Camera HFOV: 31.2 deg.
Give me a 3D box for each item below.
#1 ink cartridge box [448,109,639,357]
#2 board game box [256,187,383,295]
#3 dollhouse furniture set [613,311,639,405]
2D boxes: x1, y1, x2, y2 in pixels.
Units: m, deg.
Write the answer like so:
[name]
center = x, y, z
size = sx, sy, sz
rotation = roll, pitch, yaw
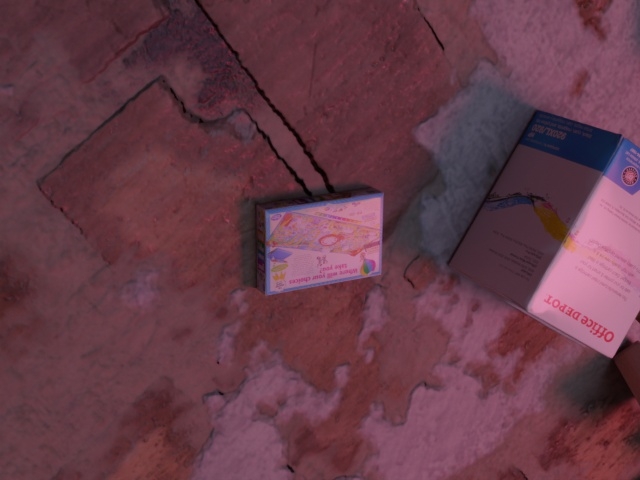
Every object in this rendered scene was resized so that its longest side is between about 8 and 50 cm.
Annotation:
[ink cartridge box]
center = 0.311, -0.009, 1.415
size = 0.171, 0.168, 0.232
rotation = 29, 91, -33
[board game box]
center = 0.000, 0.000, 1.326
size = 0.154, 0.026, 0.103
rotation = -9, 111, -27
[dollhouse furniture set]
center = 0.608, 0.149, 1.558
size = 0.355, 0.174, 0.303
rotation = -38, 126, 16
